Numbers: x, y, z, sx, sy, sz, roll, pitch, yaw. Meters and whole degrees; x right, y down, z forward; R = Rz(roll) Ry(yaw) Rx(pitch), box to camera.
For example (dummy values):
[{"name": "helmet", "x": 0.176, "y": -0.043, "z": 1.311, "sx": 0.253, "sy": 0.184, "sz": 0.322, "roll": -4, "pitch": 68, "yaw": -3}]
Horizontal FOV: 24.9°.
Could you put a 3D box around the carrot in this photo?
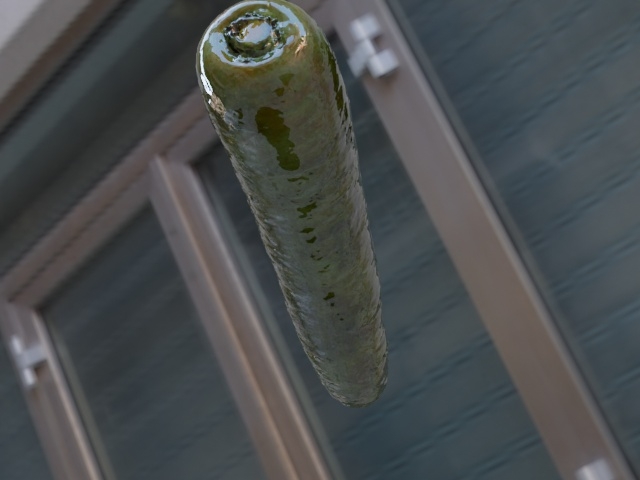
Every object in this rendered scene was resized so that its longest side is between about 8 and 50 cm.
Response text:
[{"name": "carrot", "x": 0.000, "y": 0.000, "z": 0.845, "sx": 0.074, "sy": 0.074, "sz": 0.358, "roll": -23, "pitch": -38, "yaw": -5}]
